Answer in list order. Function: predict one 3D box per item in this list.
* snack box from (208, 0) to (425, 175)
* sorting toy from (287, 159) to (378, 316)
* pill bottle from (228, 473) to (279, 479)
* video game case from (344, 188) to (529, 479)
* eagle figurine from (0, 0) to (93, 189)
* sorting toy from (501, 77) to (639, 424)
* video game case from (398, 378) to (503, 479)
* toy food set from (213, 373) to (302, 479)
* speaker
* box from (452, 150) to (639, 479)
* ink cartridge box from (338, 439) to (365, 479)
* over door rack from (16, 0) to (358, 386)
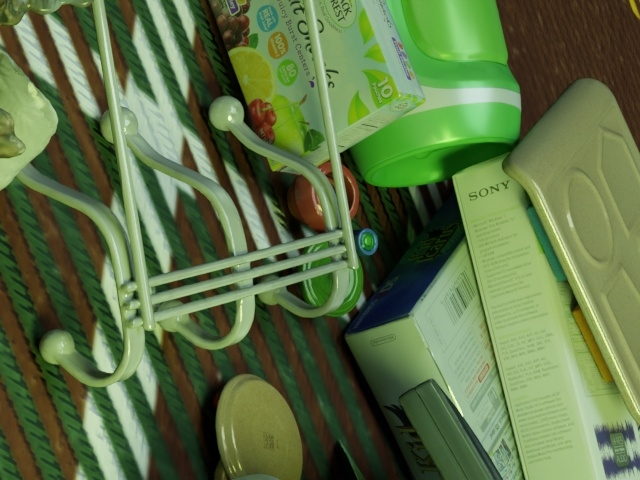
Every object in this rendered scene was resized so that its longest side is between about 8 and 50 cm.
[{"bbox_3d":[-0.006,-0.124,1.137,0.037,0.100,0.141,8,57,-59],"label":"snack box"},{"bbox_3d":[0.000,0.000,1.175,0.061,0.042,0.102,12,75,-40],"label":"sorting toy"},{"bbox_3d":[-0.002,0.227,0.959,0.215,0.117,0.117,59,32,-21],"label":"pill bottle"},{"bbox_3d":[0.134,0.104,1.312,0.244,0.061,0.269,63,31,-13],"label":"video game case"},{"bbox_3d":[-0.169,-0.171,0.785,0.226,0.225,0.298,22,63,-41],"label":"eagle figurine"},{"bbox_3d":[0.199,0.007,1.272,0.208,0.038,0.193,60,31,-9],"label":"sorting toy"},{"bbox_3d":[0.116,0.181,1.022,0.196,0.026,0.274,59,1,15],"label":"video game case"},{"bbox_3d":[-0.037,0.117,1.060,0.082,0.020,0.083,2,73,-59],"label":"toy food set"},{"bbox_3d":[0.052,-0.192,1.271,0.131,0.131,0.297,7,69,-58],"label":"speaker"},{"bbox_3d":[0.202,0.103,1.309,0.232,0.058,0.322,4,72,-58],"label":"box"},{"bbox_3d":[0.091,0.215,1.077,0.171,0.056,0.235,59,3,-22],"label":"ink cartridge box"},{"bbox_3d":[-0.073,-0.104,1.003,0.239,0.108,0.324,-15,108,-60],"label":"over door rack"}]
